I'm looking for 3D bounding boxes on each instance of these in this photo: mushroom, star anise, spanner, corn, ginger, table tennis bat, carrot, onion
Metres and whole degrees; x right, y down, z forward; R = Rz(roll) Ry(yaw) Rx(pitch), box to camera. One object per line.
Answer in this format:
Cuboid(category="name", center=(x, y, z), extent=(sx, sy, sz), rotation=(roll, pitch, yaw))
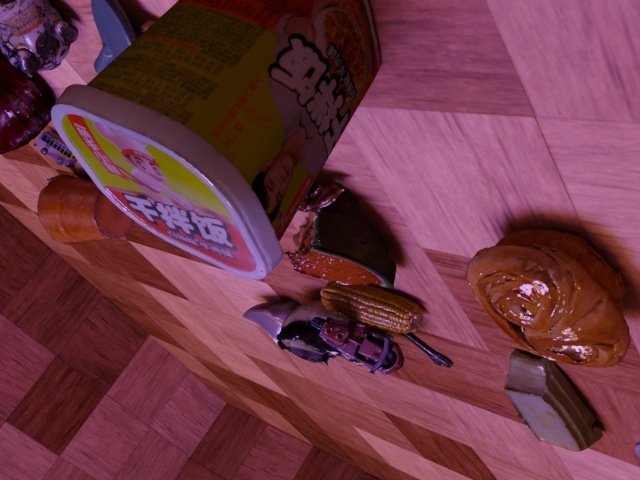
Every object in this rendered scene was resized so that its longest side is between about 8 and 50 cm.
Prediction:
Cuboid(category="mushroom", center=(0.038, 0.216, 1.810), extent=(0.247, 0.130, 0.344), rotation=(17, 168, -13))
Cuboid(category="star anise", center=(-0.020, -0.073, 1.309), extent=(0.167, 0.057, 0.168), rotation=(8, -179, 0))
Cuboid(category="spanner", center=(0.180, 0.199, 1.707), extent=(0.254, 0.015, 0.054), rotation=(37, 161, -8))
Cuboid(category="corn", center=(0.100, 0.130, 1.588), extent=(0.238, 0.080, 0.080), rotation=(14, 152, 35))
Cuboid(category="ginger", center=(0.000, 0.000, 1.489), extent=(0.176, 0.053, 0.193), rotation=(2, 143, 46))
Cuboid(category="table tennis bat", center=(-0.333, -0.312, 1.278), extent=(0.149, 0.038, 0.237), rotation=(62, 158, -5))
Cuboid(category="carrot", center=(-0.597, -0.086, 2.084), extent=(0.254, 0.196, 0.196), rotation=(0, 142, 39))
Cuboid(category="onion", center=(-0.702, -0.281, 1.712), extent=(0.207, 0.206, 0.216), rotation=(25, 158, 23))

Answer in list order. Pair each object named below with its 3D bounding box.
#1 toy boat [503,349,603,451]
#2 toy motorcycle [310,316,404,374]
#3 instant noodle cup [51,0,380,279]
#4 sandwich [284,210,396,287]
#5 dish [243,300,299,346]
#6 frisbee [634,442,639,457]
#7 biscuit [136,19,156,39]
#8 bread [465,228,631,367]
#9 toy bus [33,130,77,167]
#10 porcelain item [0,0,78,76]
Cuboid(category="toy boat", center=(0.435, 0.317, 1.487), extent=(0.111, 0.084, 0.276), rotation=(6, 144, 49))
Cuboid(category="toy motorcycle", center=(0.083, 0.205, 1.571), extent=(0.212, 0.084, 0.118), rotation=(26, 179, -18))
Cuboid(category="instant noodle cup", center=(-0.094, -0.162, 0.914), extent=(0.293, 0.308, 0.294), rotation=(29, 158, 13))
Cuboid(category="sandwich", center=(0.048, 0.022, 1.368), extent=(0.235, 0.079, 0.159), rotation=(20, 158, -34))
Cuboid(category="dish", center=(-0.092, 0.211, 2.057), extent=(0.151, 0.077, 0.212), rotation=(44, 158, -19))
Cuboid(category="frisbee", center=(0.642, 0.414, 1.482), extent=(0.110, 0.014, 0.110), rotation=(30, 159, 13))
Cuboid(category="biscuit", center=(-0.217, -0.279, 1.233), extent=(0.234, 0.030, 0.153), rotation=(15, 149, 43))
Cuboid(category="bread", center=(0.315, 0.080, 1.095), extent=(0.236, 0.120, 0.198), rotation=(46, 155, -26))
Cuboid(category="toy bus", center=(-0.648, -0.227, 1.957), extent=(0.102, 0.058, 0.052), rotation=(34, -172, 3))
Cuboid(category="porcelain item", center=(-0.519, -0.404, 1.305), extent=(0.186, 0.138, 0.288), rotation=(44, 170, 26))
